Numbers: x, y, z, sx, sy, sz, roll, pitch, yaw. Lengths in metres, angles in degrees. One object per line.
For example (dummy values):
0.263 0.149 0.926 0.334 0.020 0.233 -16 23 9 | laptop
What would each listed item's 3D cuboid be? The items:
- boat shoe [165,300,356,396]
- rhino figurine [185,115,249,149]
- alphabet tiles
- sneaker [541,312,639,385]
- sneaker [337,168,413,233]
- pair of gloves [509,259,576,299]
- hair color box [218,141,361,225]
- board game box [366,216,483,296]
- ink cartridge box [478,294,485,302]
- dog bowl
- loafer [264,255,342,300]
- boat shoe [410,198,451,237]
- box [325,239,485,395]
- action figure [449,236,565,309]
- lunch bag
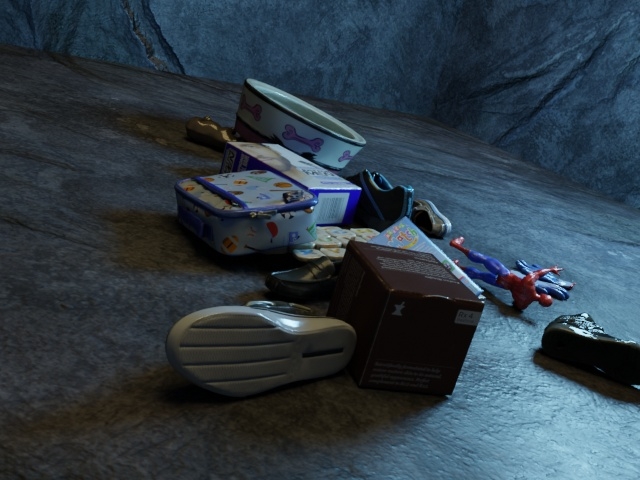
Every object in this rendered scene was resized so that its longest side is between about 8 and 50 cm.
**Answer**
-0.096 0.146 1.143 0.119 0.121 0.335 19 5 42 | boat shoe
-0.292 -0.308 2.389 0.243 0.073 0.106 22 17 11 | rhino figurine
0.000 0.000 1.673 0.284 0.021 0.278 -2 13 -16 | alphabet tiles
0.549 0.202 1.555 0.227 0.087 0.130 16 23 17 | sneaker
0.103 -0.128 2.079 0.341 0.140 0.125 26 22 33 | sneaker
0.548 0.096 1.989 0.159 0.023 0.198 23 18 20 | pair of gloves
-0.082 -0.147 2.029 0.185 0.110 0.339 -3 24 -45 | hair color box
0.182 0.065 1.519 0.160 0.039 0.211 -31 70 -39 | board game box
0.301 0.115 1.695 0.048 0.028 0.083 0 23 -42 | ink cartridge box
-0.075 -0.326 2.406 0.408 0.150 0.408 27 14 -7 | dog bowl
-0.006 0.065 1.490 0.223 0.078 0.076 1 21 -41 | loafer
0.280 -0.068 2.174 0.066 0.066 0.183 4 21 -31 | boat shoe
0.126 0.120 1.292 0.168 0.167 0.203 10 19 -20 | box
0.432 0.076 1.823 0.139 0.091 0.280 -9 29 -36 | action figure
-0.156 -0.061 1.614 0.243 0.115 0.303 -8 19 -29 | lunch bag
